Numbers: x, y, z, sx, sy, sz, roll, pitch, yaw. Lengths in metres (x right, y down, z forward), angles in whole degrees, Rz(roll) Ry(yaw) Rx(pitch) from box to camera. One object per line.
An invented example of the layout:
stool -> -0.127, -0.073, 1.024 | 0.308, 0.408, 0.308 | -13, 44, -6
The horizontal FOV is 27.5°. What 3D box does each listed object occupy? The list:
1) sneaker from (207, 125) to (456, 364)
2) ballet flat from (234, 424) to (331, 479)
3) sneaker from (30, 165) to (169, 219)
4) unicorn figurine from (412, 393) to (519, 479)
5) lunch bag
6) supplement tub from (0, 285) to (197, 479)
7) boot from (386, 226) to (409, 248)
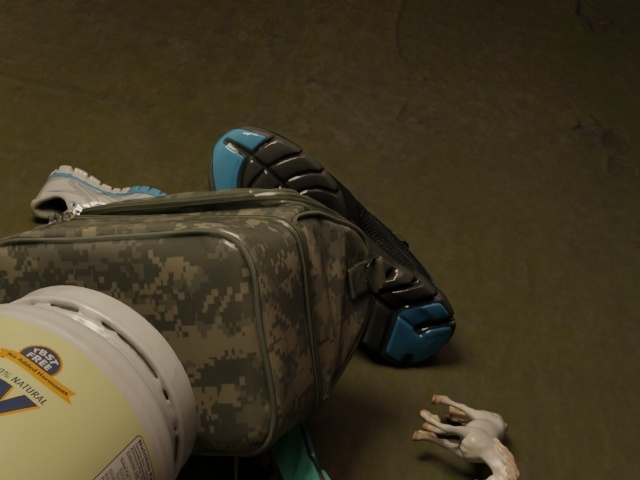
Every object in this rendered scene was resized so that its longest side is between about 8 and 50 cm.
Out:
sneaker -> 0.000, 0.000, 1.408 | 0.341, 0.125, 0.139 | 46, 8, -26
ballet flat -> -0.028, 0.226, 1.166 | 0.087, 0.083, 0.247 | -20, 37, -7
sneaker -> -0.250, -0.025, 1.519 | 0.191, 0.071, 0.083 | 13, 35, 18
unicorn figurine -> 0.148, 0.198, 1.279 | 0.111, 0.060, 0.162 | 19, 31, 13
lunch bag -> -0.121, 0.061, 1.212 | 0.305, 0.212, 0.256 | -3, 9, 27
supplement tub -> -0.254, 0.190, 0.964 | 0.236, 0.235, 0.325 | 21, 31, 15
boot -> -0.015, -0.030, 1.600 | 0.190, 0.076, 0.208 | 0, 36, -45
